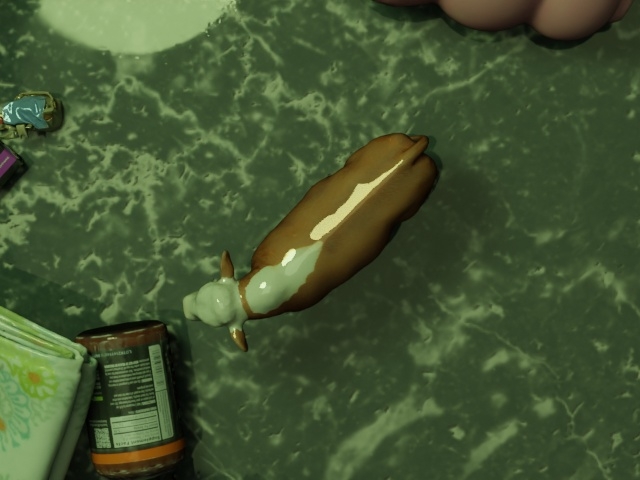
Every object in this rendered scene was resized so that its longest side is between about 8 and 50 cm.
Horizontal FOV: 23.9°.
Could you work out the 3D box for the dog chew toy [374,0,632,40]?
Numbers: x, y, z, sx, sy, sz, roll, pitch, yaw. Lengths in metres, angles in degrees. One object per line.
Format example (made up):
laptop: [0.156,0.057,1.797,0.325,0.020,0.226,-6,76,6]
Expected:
dog chew toy: [0.166,-0.311,1.551,0.332,0.206,0.206,23,96,-4]

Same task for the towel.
towel: [-0.433,0.221,1.651,0.320,0.090,0.374,25,106,15]

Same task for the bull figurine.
bull figurine: [0.000,0.000,1.586,0.310,0.188,0.101,-38,89,7]

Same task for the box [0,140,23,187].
box: [-0.429,-0.097,1.675,0.162,0.029,0.116,41,98,-22]

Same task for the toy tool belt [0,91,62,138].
toy tool belt: [-0.330,-0.138,1.679,0.083,0.051,0.052,-9,93,7]

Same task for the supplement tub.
supplement tub: [-0.206,0.191,1.662,0.106,0.106,0.198,-8,93,6]
